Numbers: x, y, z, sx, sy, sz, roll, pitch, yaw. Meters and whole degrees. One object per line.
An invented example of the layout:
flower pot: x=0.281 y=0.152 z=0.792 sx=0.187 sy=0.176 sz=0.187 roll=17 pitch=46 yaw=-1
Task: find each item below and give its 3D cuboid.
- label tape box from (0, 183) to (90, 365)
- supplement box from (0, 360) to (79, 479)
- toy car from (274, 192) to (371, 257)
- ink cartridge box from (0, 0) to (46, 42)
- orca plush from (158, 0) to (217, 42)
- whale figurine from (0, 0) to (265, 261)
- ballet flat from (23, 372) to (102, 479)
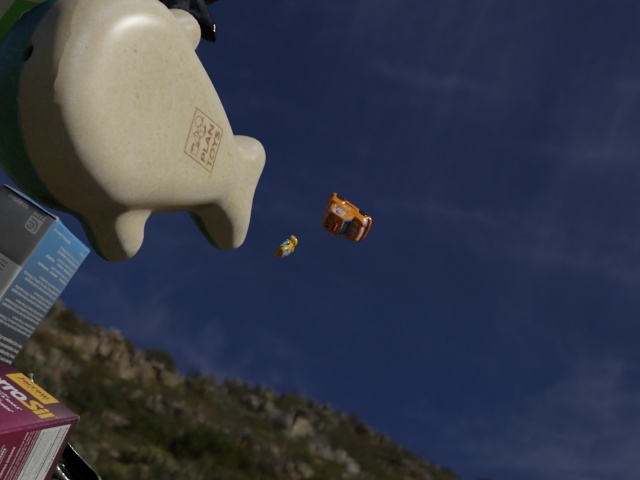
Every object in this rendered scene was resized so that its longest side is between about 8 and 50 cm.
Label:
label tape box: x=-0.493 y=0.104 z=1.910 sx=0.106 sy=0.334 sz=0.240 roll=32 pitch=-10 yaw=8
supplement box: x=-0.314 y=0.170 z=1.138 sx=0.104 sy=0.188 sz=0.081 roll=32 pitch=-80 yaw=20
toy car: x=0.000 y=0.000 z=1.434 sx=0.060 sy=0.040 sz=0.122 roll=50 pitch=-55 yaw=7
ink cartridge box: x=-0.338 y=-0.355 z=1.405 sx=0.211 sy=0.121 sz=0.289 roll=11 pitch=-71 yaw=0
orca plush: x=-0.047 y=-0.286 z=1.309 sx=0.151 sy=0.287 sz=0.102 roll=0 pitch=-45 yaw=32
whale figurine: x=-0.154 y=-0.085 z=1.035 sx=0.141 sy=0.216 sz=0.272 roll=1 pitch=-19 yaw=34
ballet flat: x=-0.256 y=0.208 z=1.277 sx=0.049 sy=0.057 sz=0.173 roll=-35 pitch=-79 yaw=11
